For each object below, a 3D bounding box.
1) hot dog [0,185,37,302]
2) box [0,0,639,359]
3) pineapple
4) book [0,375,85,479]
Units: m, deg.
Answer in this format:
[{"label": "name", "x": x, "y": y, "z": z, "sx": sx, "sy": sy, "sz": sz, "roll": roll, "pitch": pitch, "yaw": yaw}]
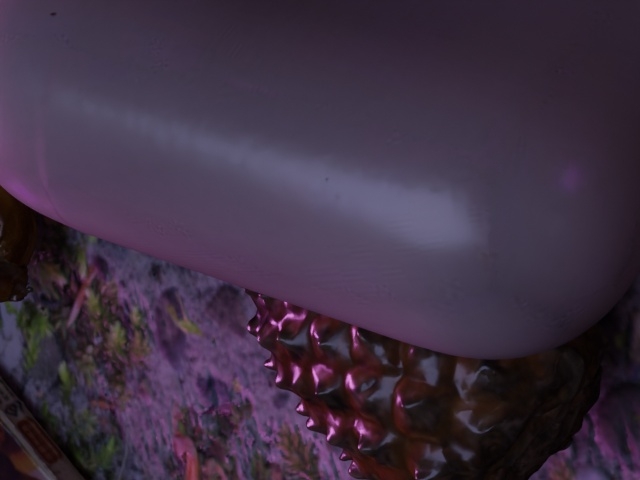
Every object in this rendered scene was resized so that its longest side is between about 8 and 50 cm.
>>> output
[{"label": "hot dog", "x": -0.327, "y": -0.077, "z": 1.012, "sx": 0.337, "sy": 0.135, "sz": 0.100, "roll": 51, "pitch": 143, "yaw": 18}, {"label": "box", "x": 0.018, "y": -0.087, "z": 0.668, "sx": 0.349, "sy": 0.288, "sz": 0.141, "roll": 18, "pitch": 136, "yaw": 23}, {"label": "pineapple", "x": 0.000, "y": 0.000, "z": 0.777, "sx": 0.361, "sy": 0.175, "sz": 0.175, "roll": 43, "pitch": 118, "yaw": 26}, {"label": "book", "x": -0.228, "y": 0.320, "z": 1.052, "sx": 0.428, "sy": 0.039, "sz": 0.300, "roll": 45, "pitch": 119, "yaw": 21}]
